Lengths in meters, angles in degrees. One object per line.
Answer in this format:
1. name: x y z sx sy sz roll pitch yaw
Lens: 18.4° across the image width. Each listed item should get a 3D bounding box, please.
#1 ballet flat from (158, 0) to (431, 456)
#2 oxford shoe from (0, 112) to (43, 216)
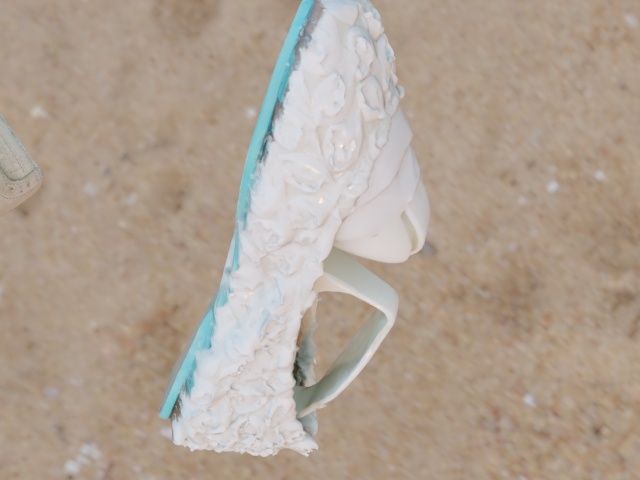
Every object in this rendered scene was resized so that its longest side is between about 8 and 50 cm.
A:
1. ballet flat: 0.000 0.000 1.313 0.409 0.147 0.147 111 146 -44
2. oxford shoe: -0.305 -0.176 1.239 0.140 0.146 0.397 -21 92 65
